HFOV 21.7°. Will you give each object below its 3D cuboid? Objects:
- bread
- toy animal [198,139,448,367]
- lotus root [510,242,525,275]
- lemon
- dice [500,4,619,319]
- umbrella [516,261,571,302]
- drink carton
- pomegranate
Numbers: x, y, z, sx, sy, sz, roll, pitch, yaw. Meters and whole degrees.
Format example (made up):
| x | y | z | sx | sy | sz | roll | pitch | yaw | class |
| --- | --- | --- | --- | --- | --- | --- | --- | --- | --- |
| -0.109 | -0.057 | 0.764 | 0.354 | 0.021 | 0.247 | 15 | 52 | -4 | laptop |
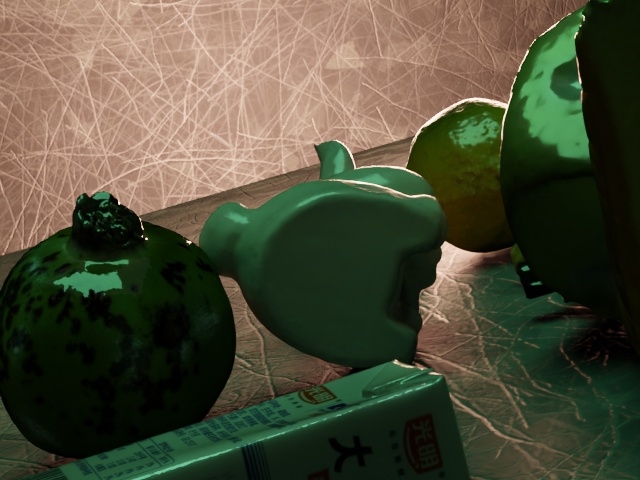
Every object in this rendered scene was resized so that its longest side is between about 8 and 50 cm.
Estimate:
| x | y | z | sx | sy | sz | roll | pitch | yaw | class |
| --- | --- | --- | --- | --- | --- | --- | --- | --- | --- |
| 0.325 | -0.073 | 1.299 | 0.233 | 0.362 | 0.245 | -14 | 21 | 7 | bread |
| 0.010 | 0.003 | 1.779 | 0.241 | 0.196 | 0.367 | 17 | 10 | 4 | toy animal |
| 0.266 | 0.013 | 1.947 | 0.099 | 0.054 | 0.049 | -18 | -1 | -25 | lotus root |
| 0.213 | -0.085 | 2.177 | 0.204 | 0.204 | 0.260 | -15 | 9 | -5 | lemon |
| 0.315 | -0.076 | 1.560 | 0.233 | 0.238 | 0.227 | 1 | 52 | 28 | dice |
| 0.337 | 0.006 | 1.719 | 0.272 | 0.110 | 0.122 | -15 | 46 | 4 | umbrella |
| -0.057 | 0.185 | 1.100 | 0.315 | 0.131 | 0.106 | -17 | 10 | -17 | drink carton |
| -0.199 | 0.083 | 1.590 | 0.254 | 0.271 | 0.254 | 1 | 33 | 0 | pomegranate |
